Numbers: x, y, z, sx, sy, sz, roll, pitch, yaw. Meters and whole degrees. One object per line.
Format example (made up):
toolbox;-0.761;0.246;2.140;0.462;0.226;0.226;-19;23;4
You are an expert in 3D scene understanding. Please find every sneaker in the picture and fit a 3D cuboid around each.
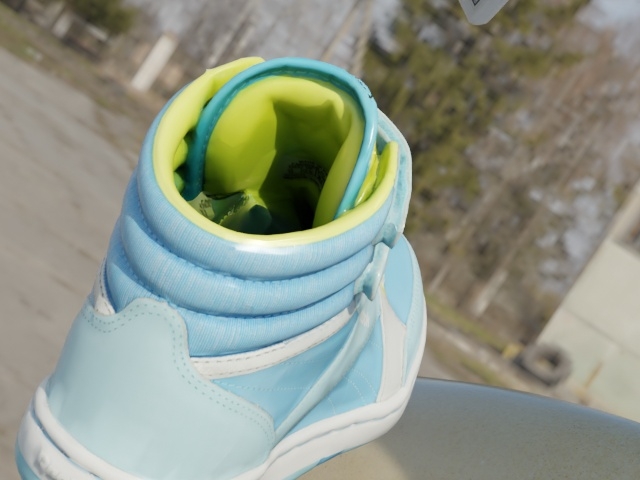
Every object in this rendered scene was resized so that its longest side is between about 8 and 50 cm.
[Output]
sneaker;0.000;0.000;0.782;0.127;0.208;0.319;30;26;12

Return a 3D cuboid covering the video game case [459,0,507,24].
video game case;0.116;-0.241;1.068;0.019;0.157;0.143;-6;63;-36

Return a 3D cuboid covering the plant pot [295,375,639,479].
plant pot;0.155;0.214;1.143;0.274;0.256;0.256;-8;-31;45
